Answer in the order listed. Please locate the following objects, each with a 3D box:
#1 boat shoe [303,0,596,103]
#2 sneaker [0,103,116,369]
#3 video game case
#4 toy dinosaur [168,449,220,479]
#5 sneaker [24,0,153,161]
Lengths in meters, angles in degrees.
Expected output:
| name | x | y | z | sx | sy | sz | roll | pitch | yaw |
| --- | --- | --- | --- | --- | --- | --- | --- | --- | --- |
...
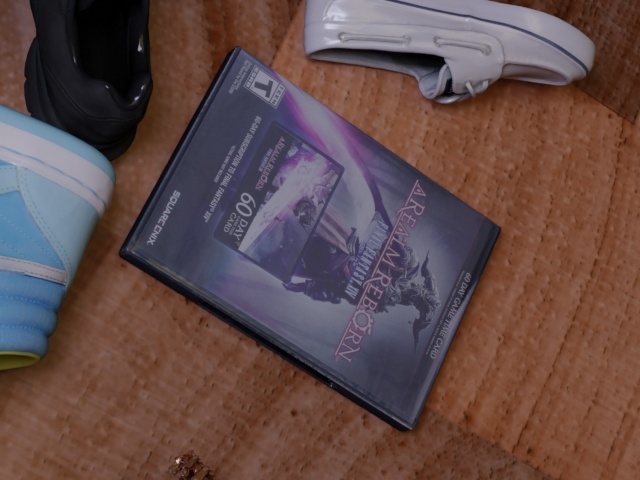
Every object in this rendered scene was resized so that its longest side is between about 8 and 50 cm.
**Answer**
| name | x | y | z | sx | sy | sz | roll | pitch | yaw |
| --- | --- | --- | --- | --- | --- | --- | --- | --- | --- |
| boat shoe | 0.105 | -0.155 | 1.301 | 0.258 | 0.095 | 0.084 | 11 | 78 | -13 |
| sneaker | -0.303 | -0.007 | 1.039 | 0.319 | 0.127 | 0.208 | 19 | 70 | -21 |
| video game case | 0.000 | 0.000 | 1.245 | 0.274 | 0.026 | 0.196 | 33 | 67 | -16 |
| toy dinosaur | -0.050 | 0.319 | 1.112 | 0.218 | 0.164 | 0.322 | -19 | 70 | -43 |
| sneaker | -0.175 | -0.206 | 1.141 | 0.109 | 0.130 | 0.286 | -16 | 86 | -27 |
